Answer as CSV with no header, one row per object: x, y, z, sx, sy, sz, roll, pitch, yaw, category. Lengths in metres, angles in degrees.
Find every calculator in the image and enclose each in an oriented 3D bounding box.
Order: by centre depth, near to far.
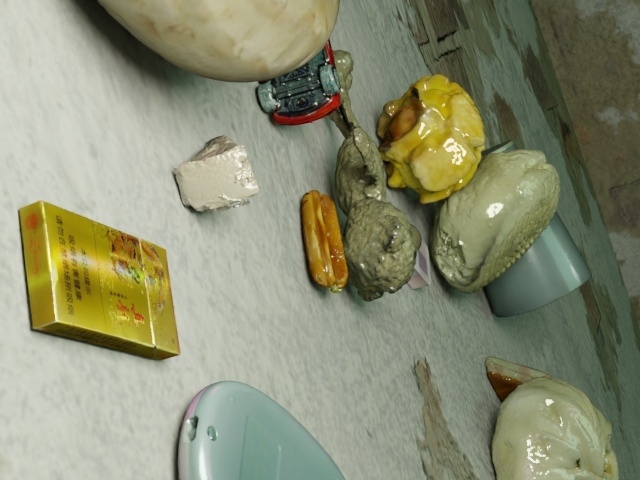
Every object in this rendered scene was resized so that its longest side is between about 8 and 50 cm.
-0.025,0.231,0.960,0.299,0.041,0.185,54,28,-38,calculator

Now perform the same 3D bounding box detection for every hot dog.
0.000,0.000,1.220,0.049,0.037,0.122,30,41,-45,hot dog

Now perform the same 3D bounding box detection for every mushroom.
-0.055,-0.280,0.936,0.297,0.290,0.297,49,31,-44,mushroom

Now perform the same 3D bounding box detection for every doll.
0.043,-0.070,1.307,0.286,0.091,0.202,-117,-152,-54,doll

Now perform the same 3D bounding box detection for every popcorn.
0.142,-0.128,1.523,0.152,0.148,0.167,19,43,-38,popcorn

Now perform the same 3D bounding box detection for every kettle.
0.292,-0.026,1.837,0.210,0.160,0.243,-74,139,-85,kettle

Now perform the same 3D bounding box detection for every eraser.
0.107,0.012,1.483,0.105,0.026,0.065,48,35,-48,eraser

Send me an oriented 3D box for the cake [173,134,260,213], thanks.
-0.079,-0.063,1.043,0.121,0.065,0.052,-61,133,-71,cake

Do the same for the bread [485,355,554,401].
0.284,0.211,1.735,0.043,0.109,0.062,-83,-168,-49,bread

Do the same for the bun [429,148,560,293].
0.227,-0.040,1.612,0.134,0.220,0.220,40,12,20,bun

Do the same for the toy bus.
-0.027,-0.209,1.254,0.089,0.081,0.195,41,35,-70,toy bus

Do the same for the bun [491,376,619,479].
0.333,0.297,1.631,0.231,0.133,0.231,1,89,-55,bun

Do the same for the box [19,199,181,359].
-0.150,0.031,0.831,0.156,0.022,0.089,30,47,-61,box
